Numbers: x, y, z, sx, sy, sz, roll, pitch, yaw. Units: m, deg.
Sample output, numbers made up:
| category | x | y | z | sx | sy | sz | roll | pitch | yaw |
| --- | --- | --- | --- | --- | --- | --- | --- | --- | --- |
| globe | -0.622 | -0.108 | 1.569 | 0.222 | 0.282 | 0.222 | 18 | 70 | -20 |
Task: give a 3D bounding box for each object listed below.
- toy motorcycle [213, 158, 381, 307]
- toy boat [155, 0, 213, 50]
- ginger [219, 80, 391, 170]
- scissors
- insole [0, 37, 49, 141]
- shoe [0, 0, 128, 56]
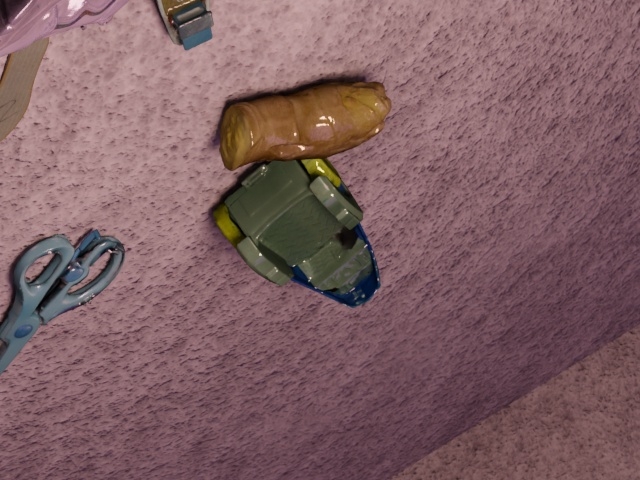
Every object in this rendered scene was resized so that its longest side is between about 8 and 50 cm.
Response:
| category | x | y | z | sx | sy | sz | roll | pitch | yaw |
| --- | --- | --- | --- | --- | --- | --- | --- | --- | --- |
| toy motorcycle | 0.000 | 0.000 | 2.016 | 0.191 | 0.200 | 0.326 | -40 | 147 | 8 |
| toy boat | -0.167 | -0.299 | 1.566 | 0.069 | 0.059 | 0.173 | -26 | 149 | -14 |
| ginger | -0.021 | -0.166 | 1.845 | 0.263 | 0.116 | 0.109 | -15 | 114 | -27 |
| scissors | -0.441 | 0.123 | 1.922 | 0.180 | 0.032 | 0.393 | 11 | 126 | -51 |
| insole | -0.379 | -0.185 | 1.576 | 0.064 | 0.004 | 0.188 | -4 | 139 | -42 |
| shoe | -0.292 | -0.277 | 1.444 | 0.245 | 0.095 | 0.137 | -41 | 147 | -2 |
